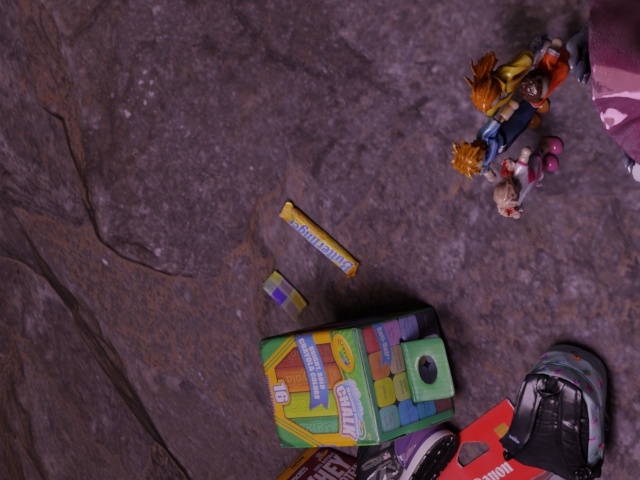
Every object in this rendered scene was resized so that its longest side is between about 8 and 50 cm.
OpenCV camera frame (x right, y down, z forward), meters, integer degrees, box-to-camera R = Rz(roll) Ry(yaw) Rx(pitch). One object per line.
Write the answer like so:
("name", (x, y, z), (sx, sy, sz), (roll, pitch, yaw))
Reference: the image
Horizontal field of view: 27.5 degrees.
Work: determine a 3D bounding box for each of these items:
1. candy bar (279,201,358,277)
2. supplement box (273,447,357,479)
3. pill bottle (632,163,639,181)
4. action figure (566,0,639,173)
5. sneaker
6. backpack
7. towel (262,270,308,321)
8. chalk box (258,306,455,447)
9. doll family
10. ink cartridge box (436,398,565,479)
("candy bar", (0.000, 0.000, 2.069), (0.161, 0.018, 0.040), (42, 138, 13))
("supplement box", (0.035, 0.492, 2.303), (0.191, 0.129, 0.194), (17, 129, 34))
("pill bottle", (0.438, -0.086, 1.571), (0.116, 0.065, 0.065), (13, 126, 37))
("action figure", (0.477, -0.203, 1.415), (0.370, 0.248, 0.276), (-17, 63, 35))
("sneaker", (0.101, 0.389, 2.131), (0.124, 0.107, 0.283), (44, 103, 35))
("backpack", (0.339, 0.241, 1.859), (0.151, 0.115, 0.182), (12, 125, 23))
("towel", (-0.059, 0.093, 2.195), (0.083, 0.009, 0.060), (48, 140, 5))
("chalk box", (0.076, 0.208, 1.992), (0.289, 0.179, 0.180), (-13, 88, 47))
("doll family", (0.232, -0.153, 1.636), (0.118, 0.163, 0.263), (29, 134, 24))
("ink cartridge box", (0.289, 0.419, 2.069), (0.261, 0.066, 0.296), (47, 139, 4))
